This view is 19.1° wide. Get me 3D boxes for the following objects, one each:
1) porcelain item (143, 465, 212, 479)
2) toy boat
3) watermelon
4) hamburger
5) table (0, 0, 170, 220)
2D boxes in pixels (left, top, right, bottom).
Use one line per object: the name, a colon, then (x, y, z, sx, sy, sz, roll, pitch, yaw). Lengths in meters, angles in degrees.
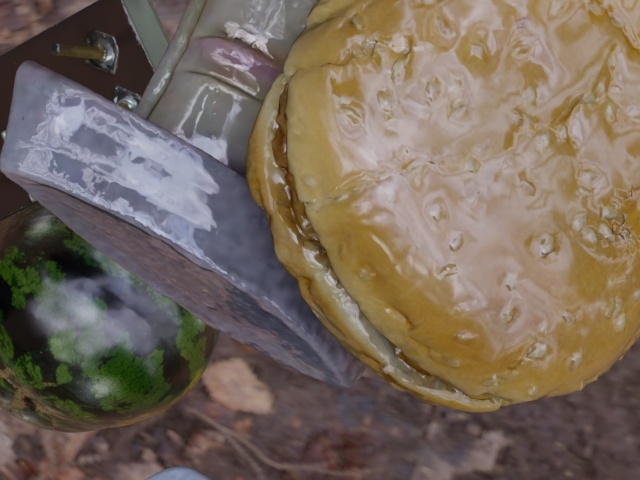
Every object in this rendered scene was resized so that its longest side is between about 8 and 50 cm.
porcelain item: (-0.051, 0.382, 1.622, 0.178, 0.242, 0.405, -43, 132, -17)
toy boat: (-0.013, -0.062, 1.095, 0.276, 0.111, 0.293, 48, 66, -14)
watermelon: (-0.219, 0.062, 1.823, 0.269, 0.269, 0.269, -2, 94, -23)
hamburger: (0.106, -0.058, 1.015, 0.259, 0.144, 0.283, 45, 62, -14)
table: (-0.233, -0.096, 1.529, 0.111, 0.240, 0.122, -30, 95, -59)
